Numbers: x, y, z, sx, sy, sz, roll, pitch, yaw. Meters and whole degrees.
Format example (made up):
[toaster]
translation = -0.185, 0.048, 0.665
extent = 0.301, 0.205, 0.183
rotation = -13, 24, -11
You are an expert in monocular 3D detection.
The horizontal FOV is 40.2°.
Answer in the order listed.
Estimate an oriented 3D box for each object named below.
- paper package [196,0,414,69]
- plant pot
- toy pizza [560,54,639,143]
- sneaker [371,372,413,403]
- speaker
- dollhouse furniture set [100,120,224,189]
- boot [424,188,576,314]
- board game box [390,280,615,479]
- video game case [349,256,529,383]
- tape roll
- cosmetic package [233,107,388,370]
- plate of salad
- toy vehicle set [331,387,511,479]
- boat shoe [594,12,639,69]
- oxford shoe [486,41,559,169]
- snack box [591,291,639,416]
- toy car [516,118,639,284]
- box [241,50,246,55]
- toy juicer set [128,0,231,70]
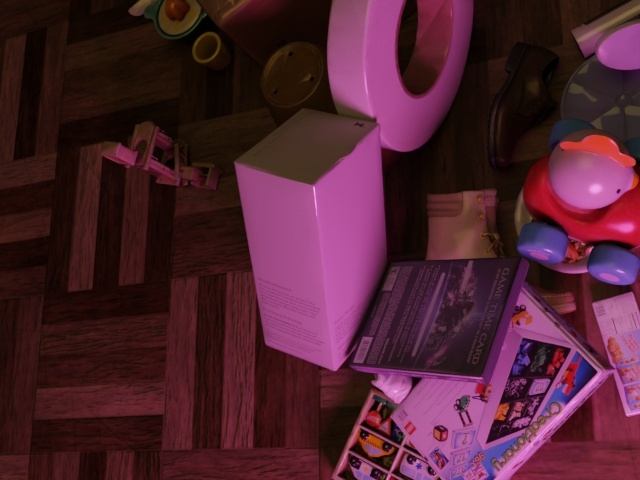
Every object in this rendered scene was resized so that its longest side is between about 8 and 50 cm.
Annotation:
[paper package]
translation = -0.033, -0.456, 1.583
extent = 0.309, 0.325, 0.168
rotation = -36, 63, 13
[plant pot]
translation = 0.006, -0.242, 1.545
extent = 0.237, 0.254, 0.237
rotation = -8, 72, 26
[toy pizza]
translation = 0.492, -0.221, 1.416
extent = 0.201, 0.032, 0.201
rotation = -8, 71, 26
[sneaker]
translation = 0.119, 0.200, 1.429
extent = 0.061, 0.152, 0.053
rotation = 32, 116, -7
[speaker]
translation = 0.485, -0.356, 1.445
extent = 0.136, 0.055, 0.055
rotation = -28, 65, 18
[dollhouse furniture set]
translation = -0.302, -0.180, 1.725
extent = 0.161, 0.182, 0.101
rotation = 8, 80, 29
[boot]
translation = 0.282, 0.018, 1.404
extent = 0.262, 0.095, 0.203
rotation = 4, 90, 34
[board game box]
translation = 0.263, 0.230, 1.312
extent = 0.193, 0.053, 0.305
rotation = 49, 114, 28
[video game case]
translation = 0.174, 0.117, 1.335
extent = 0.274, 0.026, 0.196
rotation = -3, 56, 49
[tape roll]
translation = 0.141, -0.340, 1.424
extent = 0.072, 0.392, 0.392
rotation = 15, 83, 29
[cosmetic package]
translation = 0.000, 0.000, 1.398
extent = 0.155, 0.365, 0.197
rotation = 16, 40, 30
[plate of salad]
translation = 0.407, -0.047, 1.401
extent = 0.200, 0.048, 0.199
rotation = -8, 72, 26
[toy vehicle set]
translation = 0.165, 0.368, 1.414
extent = 0.267, 0.035, 0.166
rotation = 22, 86, 30
[boat shoe]
translation = 0.534, -0.337, 1.379
extent = 0.229, 0.080, 0.076
rotation = -20, 35, 3
[oxford shoe]
translation = 0.341, -0.222, 1.467
extent = 0.096, 0.083, 0.227
rotation = 18, 85, 26
[snack box]
translation = 0.468, 0.170, 1.322
extent = 0.064, 0.022, 0.178
rotation = -19, 68, 21
[toy car]
translation = 0.401, -0.084, 1.246
extent = 0.210, 0.238, 0.219
rotation = 18, 77, 13
[box]
translation = -0.143, -0.384, 1.759
extent = 0.018, 0.083, 0.067
rotation = -44, 60, 11
[toy juicer set]
translation = -0.274, -0.517, 1.861
extent = 0.329, 0.089, 0.209
rotation = 38, 95, 31
